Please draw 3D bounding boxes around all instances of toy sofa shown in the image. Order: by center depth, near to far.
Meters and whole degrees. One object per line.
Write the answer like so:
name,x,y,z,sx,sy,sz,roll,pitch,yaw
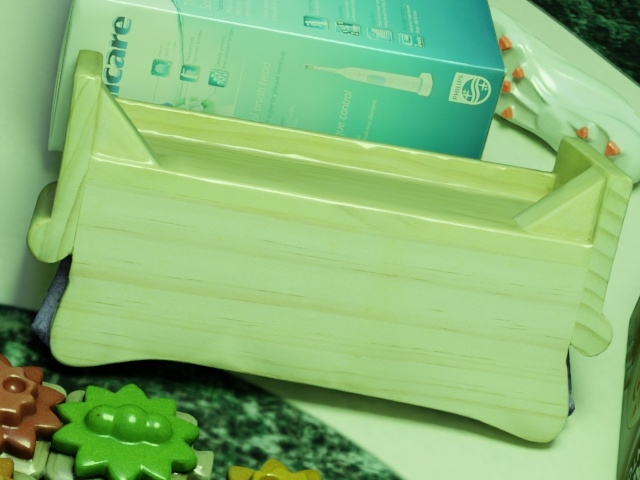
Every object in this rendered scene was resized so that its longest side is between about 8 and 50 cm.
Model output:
toy sofa,0.000,0.000,1.217,0.362,0.177,0.150,9,12,-8

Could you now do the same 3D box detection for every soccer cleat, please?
soccer cleat,0.179,-0.112,1.475,0.196,0.068,0.076,45,37,21

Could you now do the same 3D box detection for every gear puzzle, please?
gear puzzle,-0.144,0.126,1.054,0.339,0.044,0.175,13,36,-3

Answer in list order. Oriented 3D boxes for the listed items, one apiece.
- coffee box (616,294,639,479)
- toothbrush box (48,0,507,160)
coffee box,0.249,0.082,1.174,0.098,0.141,0.246,16,35,1
toothbrush box,-0.034,-0.140,1.368,0.295,0.126,0.216,10,30,-9
